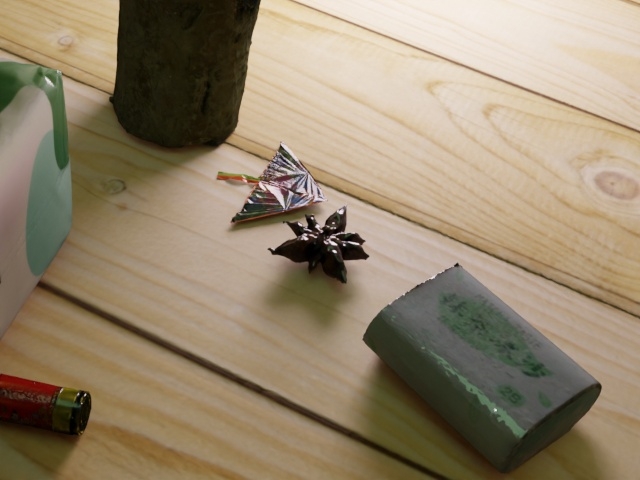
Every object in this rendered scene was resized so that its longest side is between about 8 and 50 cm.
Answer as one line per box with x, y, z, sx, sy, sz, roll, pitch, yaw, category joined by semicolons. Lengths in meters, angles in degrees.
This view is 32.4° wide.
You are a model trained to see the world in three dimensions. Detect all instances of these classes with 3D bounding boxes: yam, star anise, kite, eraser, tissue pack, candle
-0.185;-0.298;1.517;0.195;0.300;0.195;9;35;-6;yam
0.008;-0.005;1.411;0.124;0.056;0.129;22;46;14;star anise
-0.065;-0.074;1.503;0.159;0.010;0.190;18;44;12;kite
0.186;0.142;1.274;0.174;0.081;0.227;-28;54;-32;eraser
-0.418;-0.011;1.205;0.194;0.266;0.356;15;46;7;tissue pack
-0.315;0.175;1.186;0.131;0.052;0.052;10;44;2;candle
